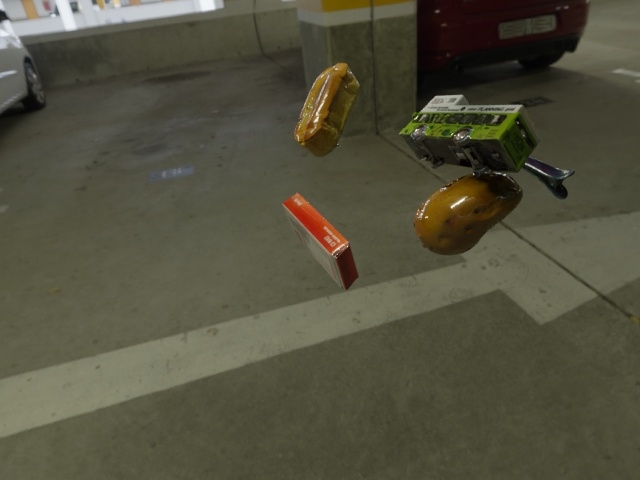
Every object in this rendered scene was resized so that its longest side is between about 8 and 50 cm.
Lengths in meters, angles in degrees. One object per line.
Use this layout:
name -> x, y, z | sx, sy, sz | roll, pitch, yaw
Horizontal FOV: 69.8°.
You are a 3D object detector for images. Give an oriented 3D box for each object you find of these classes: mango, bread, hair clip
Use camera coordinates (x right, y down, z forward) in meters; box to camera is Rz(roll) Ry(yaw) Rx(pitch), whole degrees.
mango -> 0.328, -0.062, 1.033 | 0.248, 0.156, 0.151 | -29, -3, 19
bread -> 0.014, -0.324, 1.119 | 0.102, 0.094, 0.246 | 3, 65, 44
hair clip -> 0.533, -0.203, 1.217 | 0.048, 0.083, 0.275 | -34, 49, -19

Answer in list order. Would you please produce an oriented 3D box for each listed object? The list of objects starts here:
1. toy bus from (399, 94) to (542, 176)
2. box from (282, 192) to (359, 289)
toy bus -> 0.308, -0.224, 0.964 | 0.139, 0.113, 0.301 | -50, 30, -6
box -> 0.001, 0.000, 1.023 | 0.050, 0.123, 0.229 | -33, 48, -11
